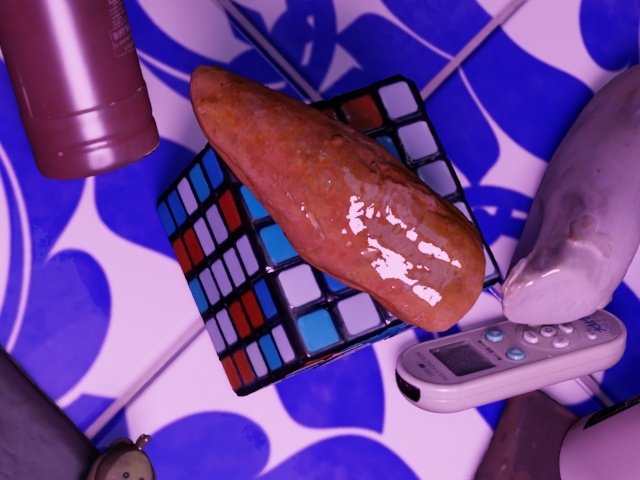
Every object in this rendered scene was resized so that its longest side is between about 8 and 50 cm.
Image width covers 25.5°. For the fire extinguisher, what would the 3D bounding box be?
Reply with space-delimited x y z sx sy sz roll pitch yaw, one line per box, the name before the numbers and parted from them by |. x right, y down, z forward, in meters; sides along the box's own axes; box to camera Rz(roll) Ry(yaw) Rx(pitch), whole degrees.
fire extinguisher | -0.216 -0.225 1.077 0.102 0.138 0.344 -19 111 -15

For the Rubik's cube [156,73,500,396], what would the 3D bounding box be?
Rubik's cube | 0.000 0.000 1.120 0.182 0.184 0.187 -20 81 -23

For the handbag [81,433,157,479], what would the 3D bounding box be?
handbag | -0.152 0.197 1.049 0.072 0.047 0.111 21 67 -19

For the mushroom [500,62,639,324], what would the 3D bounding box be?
mushroom | 0.261 -0.058 1.285 0.109 0.097 0.351 17 57 28

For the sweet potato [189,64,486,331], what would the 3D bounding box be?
sweet potato | 0.006 -0.033 0.988 0.252 0.097 0.097 38 65 1

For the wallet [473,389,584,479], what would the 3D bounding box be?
wallet | 0.173 0.285 1.185 0.165 0.042 0.309 33 63 -11

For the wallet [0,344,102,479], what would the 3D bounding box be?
wallet | -0.222 0.198 1.062 0.285 0.030 0.146 46 59 -2

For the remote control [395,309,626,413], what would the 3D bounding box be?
remote control | 0.166 0.102 1.220 0.221 0.078 0.042 -14 122 -24

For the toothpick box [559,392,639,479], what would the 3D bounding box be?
toothpick box | 0.289 0.172 1.152 0.111 0.181 0.111 10 67 -23
